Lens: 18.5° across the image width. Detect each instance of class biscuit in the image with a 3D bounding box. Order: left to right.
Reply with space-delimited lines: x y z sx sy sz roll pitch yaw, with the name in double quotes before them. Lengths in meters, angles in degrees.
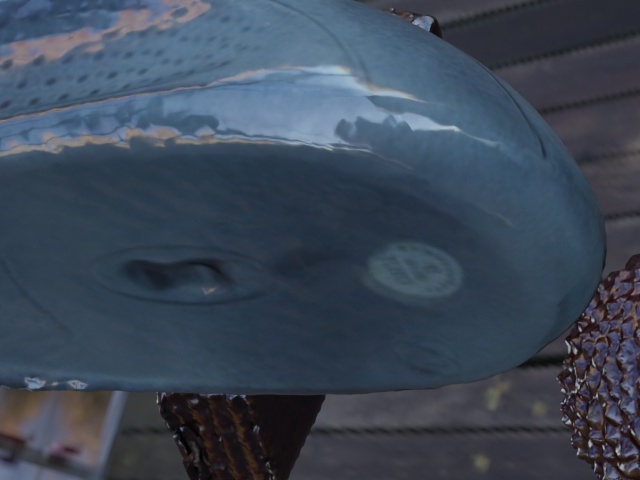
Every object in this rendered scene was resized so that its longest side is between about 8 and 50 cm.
"biscuit" 0.000 0.000 1.363 0.073 0.107 0.388 8 49 24

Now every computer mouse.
"computer mouse" -0.069 -0.024 0.780 0.371 0.188 0.122 -3 51 19

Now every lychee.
"lychee" 0.239 0.089 1.235 0.188 0.188 0.188 -34 45 42
